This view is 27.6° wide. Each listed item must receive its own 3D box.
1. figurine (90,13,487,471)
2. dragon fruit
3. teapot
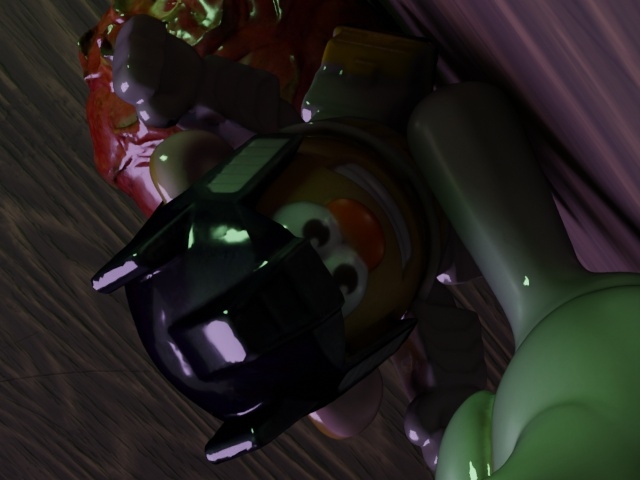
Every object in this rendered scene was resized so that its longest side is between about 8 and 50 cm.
[{"bbox_3d":[0.001,0.004,0.711,0.308,0.143,0.308,15,-139,-13],"label":"figurine"},{"bbox_3d":[-0.050,-0.101,0.943,0.252,0.241,0.241,10,-155,-26],"label":"dragon fruit"},{"bbox_3d":[0.125,0.083,0.591,0.318,0.149,0.220,-84,-23,-52],"label":"teapot"}]
